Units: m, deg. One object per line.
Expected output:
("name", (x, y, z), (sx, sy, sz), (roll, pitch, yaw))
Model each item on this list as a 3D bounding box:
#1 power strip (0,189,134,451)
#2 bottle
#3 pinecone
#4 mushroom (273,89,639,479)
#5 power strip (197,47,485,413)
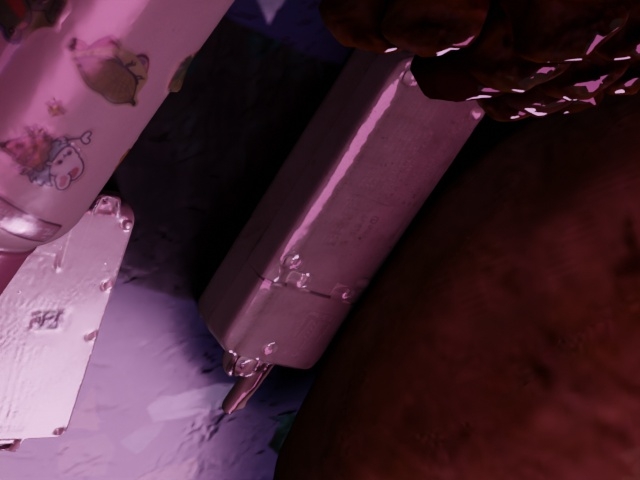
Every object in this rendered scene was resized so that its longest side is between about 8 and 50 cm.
("power strip", (-0.174, 0.048, 0.594), (0.081, 0.035, 0.192), (5, 120, -35))
("bottle", (-0.148, -0.067, 0.466), (0.120, 0.120, 0.253), (27, 107, -43))
("pinecone", (0.091, -0.171, 0.479), (0.246, 0.246, 0.292), (-41, 150, 0))
("mushroom", (0.130, 0.071, 0.667), (0.397, 0.224, 0.314), (-17, 104, 7))
("power strip", (0.000, 0.000, 0.661), (0.093, 0.053, 0.288), (19, 111, -42))
